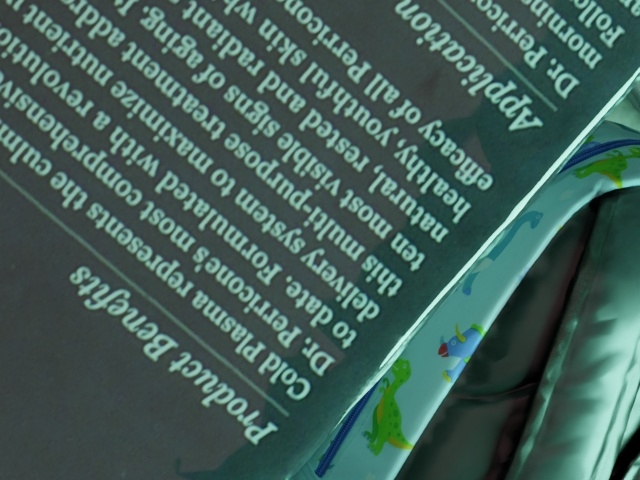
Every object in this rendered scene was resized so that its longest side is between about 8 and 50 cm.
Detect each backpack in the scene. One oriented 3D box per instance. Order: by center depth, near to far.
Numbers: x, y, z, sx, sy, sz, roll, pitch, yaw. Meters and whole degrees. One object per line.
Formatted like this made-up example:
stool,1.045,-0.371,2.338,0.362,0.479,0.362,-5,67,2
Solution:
backpack,0.141,0.098,1.086,0.290,0.273,0.355,20,114,-21

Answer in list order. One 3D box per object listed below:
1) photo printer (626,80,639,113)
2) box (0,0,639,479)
photo printer,0.353,-0.119,1.150,0.256,0.107,0.307,-44,104,-1
box,-0.098,-0.096,0.880,0.297,0.480,0.472,43,90,-15
